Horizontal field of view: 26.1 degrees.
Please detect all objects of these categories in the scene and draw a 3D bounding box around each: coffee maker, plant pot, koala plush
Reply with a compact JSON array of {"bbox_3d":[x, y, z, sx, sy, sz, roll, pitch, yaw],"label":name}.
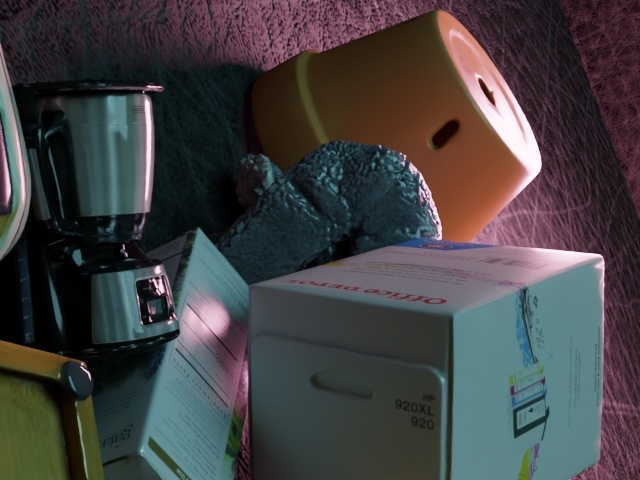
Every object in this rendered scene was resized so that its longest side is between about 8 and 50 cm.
[{"bbox_3d":[-0.177,-0.013,0.920,0.120,0.171,0.178,-6,94,-43],"label":"coffee maker"},{"bbox_3d":[0.095,-0.104,1.453,0.291,0.203,0.291,48,23,-28],"label":"plant pot"},{"bbox_3d":[0.000,0.000,1.241,0.196,0.203,0.221,37,1,-11],"label":"koala plush"}]

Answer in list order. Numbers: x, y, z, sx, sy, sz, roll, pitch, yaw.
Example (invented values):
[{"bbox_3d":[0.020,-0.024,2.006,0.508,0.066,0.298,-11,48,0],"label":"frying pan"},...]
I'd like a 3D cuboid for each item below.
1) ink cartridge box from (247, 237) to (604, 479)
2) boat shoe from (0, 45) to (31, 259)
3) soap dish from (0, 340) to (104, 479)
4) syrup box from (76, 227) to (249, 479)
[{"bbox_3d":[0.081,0.101,1.011,0.233,0.171,0.168,-13,106,-52],"label":"ink cartridge box"},{"bbox_3d":[-0.303,-0.205,0.773,0.156,0.187,0.500,-6,78,-72],"label":"boat shoe"},{"bbox_3d":[-0.199,0.175,0.700,0.229,0.118,0.291,26,46,-57],"label":"soap dish"},{"bbox_3d":[-0.115,0.108,0.977,0.096,0.093,0.237,52,26,-29],"label":"syrup box"}]
